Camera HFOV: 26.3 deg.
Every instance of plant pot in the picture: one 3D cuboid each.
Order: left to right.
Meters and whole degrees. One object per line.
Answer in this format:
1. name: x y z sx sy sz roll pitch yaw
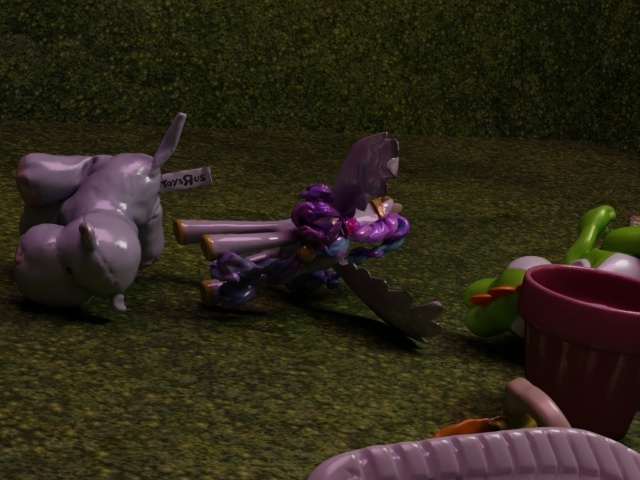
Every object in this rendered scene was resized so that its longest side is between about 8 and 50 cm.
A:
1. plant pot: 0.335 0.142 1.699 0.201 0.180 0.201 8 13 -2

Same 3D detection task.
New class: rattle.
1. rattle: 0.221 0.249 1.438 0.143 0.130 0.199 -11 48 -28

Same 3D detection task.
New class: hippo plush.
1. hippo plush: -0.297 0.009 1.893 0.294 0.234 0.236 -11 41 11

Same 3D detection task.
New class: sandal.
1. sandal: 0.168 0.258 1.266 0.416 0.169 0.102 10 -29 -19

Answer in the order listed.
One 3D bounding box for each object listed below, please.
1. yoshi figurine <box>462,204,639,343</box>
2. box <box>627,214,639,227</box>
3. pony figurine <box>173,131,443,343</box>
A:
1. yoshi figurine: 0.383 0.073 1.931 0.362 0.203 0.203 -12 34 34
2. box: 0.593 0.093 2.081 0.290 0.177 0.279 12 13 11
3. pony figurine: 0.000 0.000 1.983 0.364 0.302 0.351 -11 11 -16
